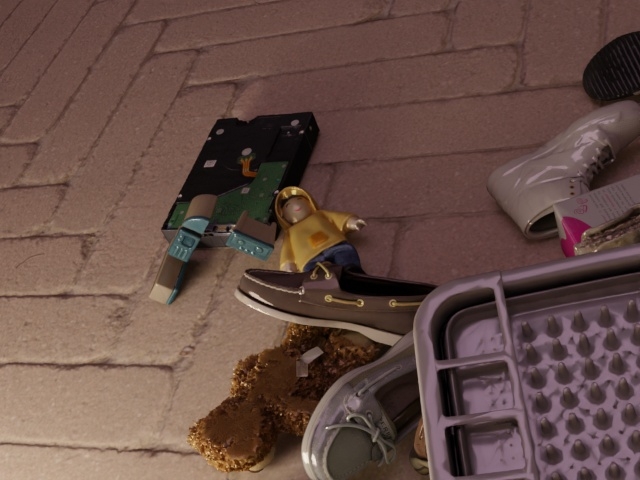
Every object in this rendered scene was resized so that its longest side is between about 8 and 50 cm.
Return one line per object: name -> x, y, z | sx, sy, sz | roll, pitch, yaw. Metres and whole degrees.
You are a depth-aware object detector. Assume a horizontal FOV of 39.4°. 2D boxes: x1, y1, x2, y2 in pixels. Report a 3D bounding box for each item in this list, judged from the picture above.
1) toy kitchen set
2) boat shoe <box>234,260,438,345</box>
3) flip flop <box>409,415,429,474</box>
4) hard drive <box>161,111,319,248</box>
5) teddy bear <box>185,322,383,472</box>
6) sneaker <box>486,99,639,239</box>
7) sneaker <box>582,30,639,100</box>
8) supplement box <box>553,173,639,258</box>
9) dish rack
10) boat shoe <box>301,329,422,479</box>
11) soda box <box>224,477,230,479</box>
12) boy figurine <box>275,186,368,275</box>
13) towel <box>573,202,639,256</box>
toy kitchen set -> -0.197, 0.039, 1.647 | 0.166, 0.207, 0.122 | 24, 48, -11
boat shoe -> 0.029, 0.084, 1.404 | 0.325, 0.096, 0.116 | 13, 19, 5
flip flop -> 0.166, 0.244, 1.160 | 0.112, 0.277, 0.080 | -34, 82, -17
hard drive -> -0.156, -0.125, 1.819 | 0.237, 0.064, 0.338 | -2, 46, 24
teddy bear -> -0.048, 0.239, 1.387 | 0.245, 0.113, 0.338 | 9, 44, 23
sneaker -> 0.445, -0.107, 1.500 | 0.293, 0.108, 0.169 | -31, 43, 7
sneaker -> 0.652, -0.339, 1.639 | 0.331, 0.146, 0.122 | -26, 64, 31
supplement box -> 0.489, -0.023, 1.380 | 0.220, 0.114, 0.111 | -19, 43, 5
dish rack -> 0.260, 0.147, 0.786 | 0.333, 0.072, 0.285 | -13, 55, 14
boat shoe -> 0.106, 0.230, 1.271 | 0.320, 0.118, 0.103 | -33, 23, -29
soda box -> -0.040, 0.430, 1.180 | 0.286, 0.098, 0.091 | 20, 58, 37
boy figurine -> 0.000, 0.000, 1.600 | 0.177, 0.092, 0.285 | -31, 44, 4
towel -> 0.506, 0.008, 1.287 | 0.282, 0.187, 0.049 | -20, 46, 4
